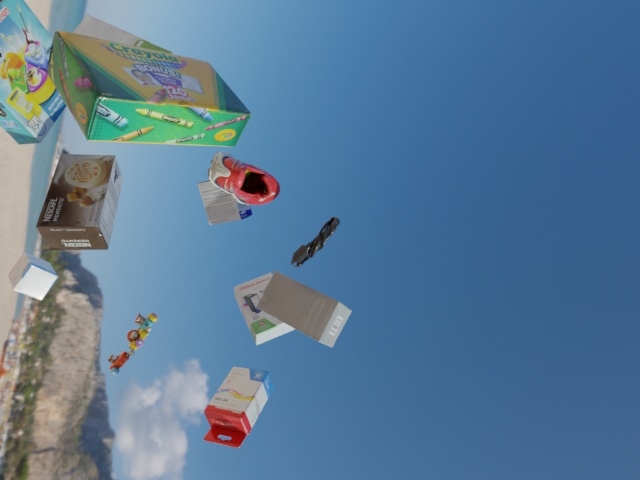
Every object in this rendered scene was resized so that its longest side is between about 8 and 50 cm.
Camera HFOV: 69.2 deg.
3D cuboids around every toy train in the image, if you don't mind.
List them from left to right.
[{"bbox_3d":[-0.468,0.243,1.146,0.125,0.046,0.166,-40,-159,29],"label":"toy train"}]

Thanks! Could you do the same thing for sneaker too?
[{"bbox_3d":[-0.164,-0.131,1.147,0.118,0.279,0.107,24,-85,22],"label":"sneaker"}]

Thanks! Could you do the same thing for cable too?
[{"bbox_3d":[0.000,0.000,1.260,0.047,0.150,0.184,47,-54,4],"label":"cable"}]

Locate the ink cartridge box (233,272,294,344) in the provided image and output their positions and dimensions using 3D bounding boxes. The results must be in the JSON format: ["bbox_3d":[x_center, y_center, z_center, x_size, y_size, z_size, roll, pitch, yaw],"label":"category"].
[{"bbox_3d":[-0.202,0.241,1.665,0.212,0.154,0.093,58,-23,32],"label":"ink cartridge box"}]

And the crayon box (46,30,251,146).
[{"bbox_3d":[-0.276,-0.243,0.778,0.165,0.278,0.081,51,-55,22],"label":"crayon box"}]

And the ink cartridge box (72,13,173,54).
[{"bbox_3d":[-0.431,-0.389,1.001,0.062,0.209,0.109,108,6,-70],"label":"ink cartridge box"}]

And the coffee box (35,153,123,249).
[{"bbox_3d":[-0.604,-0.101,1.183,0.098,0.141,0.247,100,-13,-52],"label":"coffee box"}]

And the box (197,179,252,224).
[{"bbox_3d":[-0.293,-0.128,1.429,0.126,0.072,0.137,-7,-76,26],"label":"box"}]

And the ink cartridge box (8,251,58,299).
[{"bbox_3d":[-0.918,0.109,1.477,0.143,0.090,0.092,28,-98,46],"label":"ink cartridge box"}]

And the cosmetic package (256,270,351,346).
[{"bbox_3d":[-0.051,0.193,1.325,0.238,0.107,0.127,24,-99,33],"label":"cosmetic package"}]

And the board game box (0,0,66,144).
[{"bbox_3d":[-0.757,-0.443,1.116,0.079,0.336,0.254,0,-124,16],"label":"board game box"}]

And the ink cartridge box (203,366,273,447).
[{"bbox_3d":[-0.256,0.502,1.415,0.134,0.231,0.078,1,-59,22],"label":"ink cartridge box"}]
